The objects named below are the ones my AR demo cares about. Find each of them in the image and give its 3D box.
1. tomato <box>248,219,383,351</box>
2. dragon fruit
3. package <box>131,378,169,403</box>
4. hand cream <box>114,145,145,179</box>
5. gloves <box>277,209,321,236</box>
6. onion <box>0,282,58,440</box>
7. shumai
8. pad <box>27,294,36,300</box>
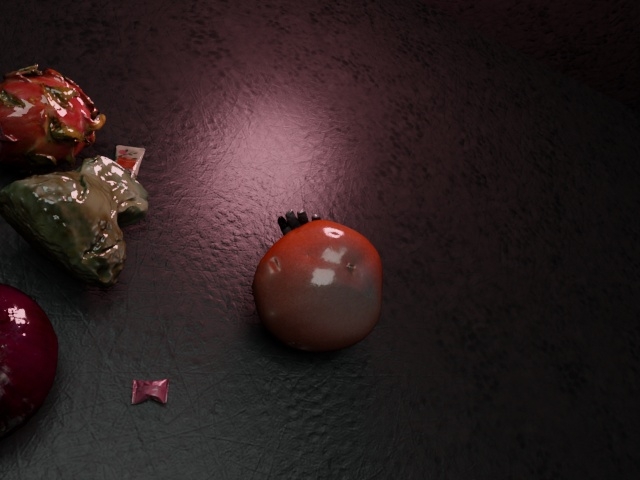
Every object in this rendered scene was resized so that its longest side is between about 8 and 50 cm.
[{"bbox_3d":[0.001,0.113,1.395,0.342,0.273,0.341,6,79,-31],"label":"tomato"},{"bbox_3d":[-0.703,-0.303,1.411,0.291,0.250,0.269,-24,76,-47],"label":"dragon fruit"},{"bbox_3d":[-0.394,0.350,1.268,0.084,0.029,0.059,3,56,-10],"label":"package"},{"bbox_3d":[-0.542,-0.179,1.518,0.080,0.050,0.233,6,53,-14],"label":"hand cream"},{"bbox_3d":[0.000,0.007,1.582,0.286,0.119,0.142,34,53,-18],"label":"gloves"},{"bbox_3d":[-0.658,0.242,1.081,0.260,0.281,0.336,-13,56,-28],"label":"onion"},{"bbox_3d":[-0.550,-0.085,1.285,0.292,0.329,0.288,26,62,25],"label":"shumai"},{"bbox_3d":[-0.796,0.173,1.225,0.246,0.006,0.170,15,56,-13],"label":"pad"}]
